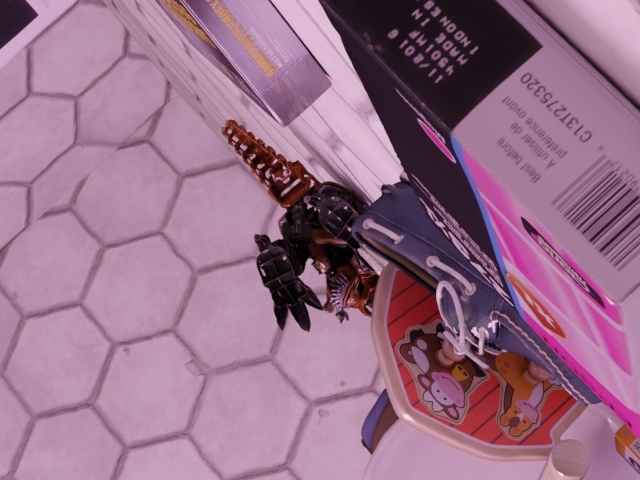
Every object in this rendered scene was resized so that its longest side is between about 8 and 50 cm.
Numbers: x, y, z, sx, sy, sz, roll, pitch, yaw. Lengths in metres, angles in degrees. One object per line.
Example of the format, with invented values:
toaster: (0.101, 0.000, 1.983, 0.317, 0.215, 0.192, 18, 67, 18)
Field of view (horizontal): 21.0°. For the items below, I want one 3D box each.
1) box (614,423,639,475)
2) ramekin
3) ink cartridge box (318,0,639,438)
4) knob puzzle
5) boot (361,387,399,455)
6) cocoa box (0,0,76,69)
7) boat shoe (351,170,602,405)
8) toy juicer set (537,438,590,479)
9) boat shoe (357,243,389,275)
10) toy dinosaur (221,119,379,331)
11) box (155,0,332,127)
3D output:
box: (0.282, 0.197, 1.331, 0.136, 0.028, 0.081, 49, 178, 19)
ramekin: (0.174, 0.250, 1.471, 0.273, 0.273, 0.127, 47, -171, 17)
ink cartridge box: (0.110, -0.004, 0.810, 0.176, 0.069, 0.371, 47, 180, 21)
knob puzzle: (0.117, 0.085, 1.295, 0.213, 0.030, 0.213, 21, -135, -23)
boot: (0.100, 0.137, 1.592, 0.082, 0.219, 0.106, 10, -157, -37)
cocoa box: (-0.301, -0.310, 1.187, 0.228, 0.231, 0.347, 47, 178, 29)
boat shoe: (0.112, 0.041, 1.229, 0.254, 0.079, 0.095, 47, 177, 34)
toy juicer set: (0.205, 0.266, 1.219, 0.329, 0.089, 0.209, 53, 164, 40)
boat shoe: (0.129, 0.097, 1.669, 0.302, 0.094, 0.109, 48, 178, 6)
toy dinosaur: (0.000, 0.000, 1.991, 0.322, 0.164, 0.218, 27, -164, -3)
box: (-0.102, -0.206, 1.403, 0.183, 0.056, 0.231, 50, 177, -34)
